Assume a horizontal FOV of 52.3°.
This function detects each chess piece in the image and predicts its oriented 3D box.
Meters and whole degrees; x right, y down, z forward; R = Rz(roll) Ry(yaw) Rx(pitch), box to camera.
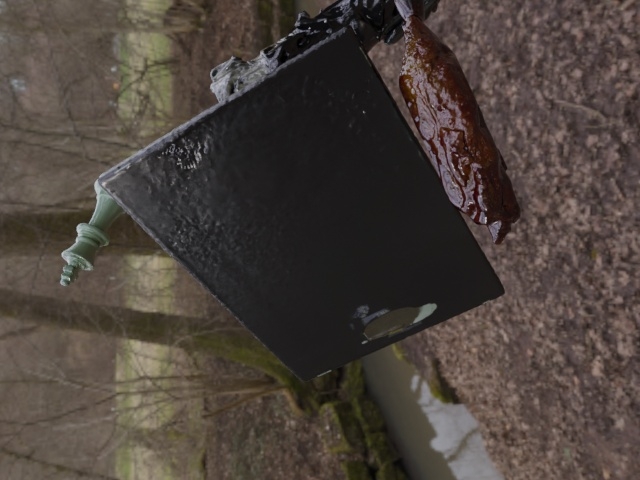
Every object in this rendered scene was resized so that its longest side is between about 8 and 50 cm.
[{"bbox_3d":[-0.267,-0.011,0.774,0.059,0.059,0.149,118,173,-59],"label":"chess piece"}]

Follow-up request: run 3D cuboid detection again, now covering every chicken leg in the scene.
[{"bbox_3d":[0.095,-0.099,0.496,0.219,0.048,0.089,67,-166,6],"label":"chicken leg"}]

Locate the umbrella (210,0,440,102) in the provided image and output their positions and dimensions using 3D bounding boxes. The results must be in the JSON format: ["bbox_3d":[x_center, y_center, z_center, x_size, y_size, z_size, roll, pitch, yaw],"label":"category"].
[{"bbox_3d":[0.034,-0.239,0.750,0.113,0.358,0.106,44,-164,-46],"label":"umbrella"}]

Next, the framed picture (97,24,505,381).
[{"bbox_3d":[0.000,0.000,0.597,0.324,0.244,0.013,51,-160,-35],"label":"framed picture"}]
